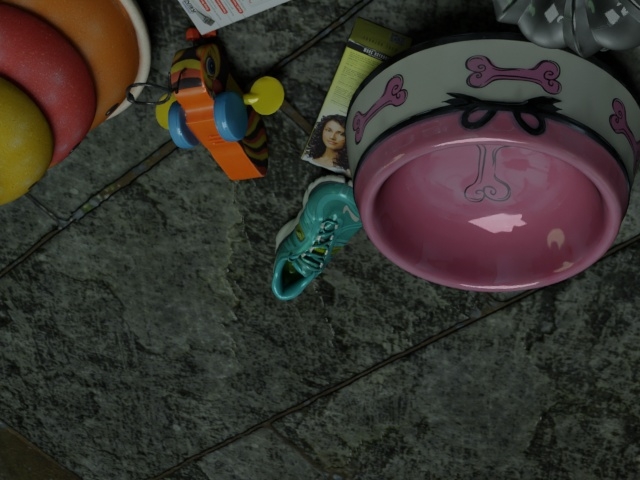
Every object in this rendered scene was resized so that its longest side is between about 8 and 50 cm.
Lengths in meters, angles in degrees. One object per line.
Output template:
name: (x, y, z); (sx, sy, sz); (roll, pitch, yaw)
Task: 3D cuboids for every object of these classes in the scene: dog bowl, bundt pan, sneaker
dog bowl: (0.226, -0.082, 1.753); (0.408, 0.150, 0.408); (5, 145, 4)
bundt pan: (0.299, -0.352, 1.491); (0.331, 0.124, 0.331); (14, 123, 22)
sneaker: (0.000, 0.000, 1.982); (0.107, 0.110, 0.275); (25, 142, -8)

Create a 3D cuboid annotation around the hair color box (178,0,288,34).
hair color box: (-0.110, -0.346, 1.751); (0.167, 0.053, 0.093); (-16, 126, 29)

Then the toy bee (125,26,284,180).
toy bee: (-0.146, -0.212, 1.845); (0.195, 0.162, 0.298); (3, 158, 5)

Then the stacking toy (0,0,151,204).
stacking toy: (-0.450, -0.157, 1.736); (0.350, 0.480, 0.350); (9, 138, 8)

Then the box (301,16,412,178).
box: (0.049, -0.193, 1.837); (0.087, 0.058, 0.232); (21, 135, -2)
